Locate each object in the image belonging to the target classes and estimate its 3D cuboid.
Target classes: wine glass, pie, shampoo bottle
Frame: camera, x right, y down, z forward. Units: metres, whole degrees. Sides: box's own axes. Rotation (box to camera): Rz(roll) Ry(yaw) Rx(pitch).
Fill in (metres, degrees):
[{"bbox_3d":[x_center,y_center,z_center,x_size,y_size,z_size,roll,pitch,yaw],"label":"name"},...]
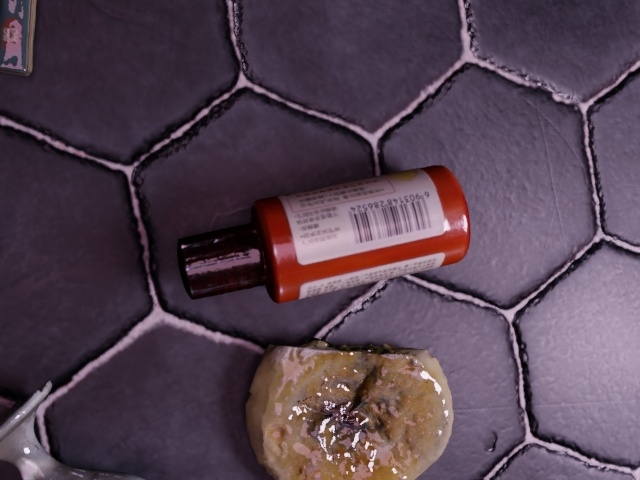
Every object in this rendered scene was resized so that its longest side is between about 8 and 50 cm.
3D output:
[{"bbox_3d":[-0.214,0.251,0.628,0.126,0.126,0.241,-43,99,-8],"label":"wine glass"},{"bbox_3d":[0.030,0.193,0.716,0.218,0.052,0.185,1,97,-10],"label":"pie"},{"bbox_3d":[0.000,0.000,0.675,0.278,0.104,0.104,-12,94,-12],"label":"shampoo bottle"}]

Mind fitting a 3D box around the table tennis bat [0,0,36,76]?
[{"bbox_3d":[-0.277,-0.307,0.649,0.173,0.022,0.301,7,88,-12],"label":"table tennis bat"}]
